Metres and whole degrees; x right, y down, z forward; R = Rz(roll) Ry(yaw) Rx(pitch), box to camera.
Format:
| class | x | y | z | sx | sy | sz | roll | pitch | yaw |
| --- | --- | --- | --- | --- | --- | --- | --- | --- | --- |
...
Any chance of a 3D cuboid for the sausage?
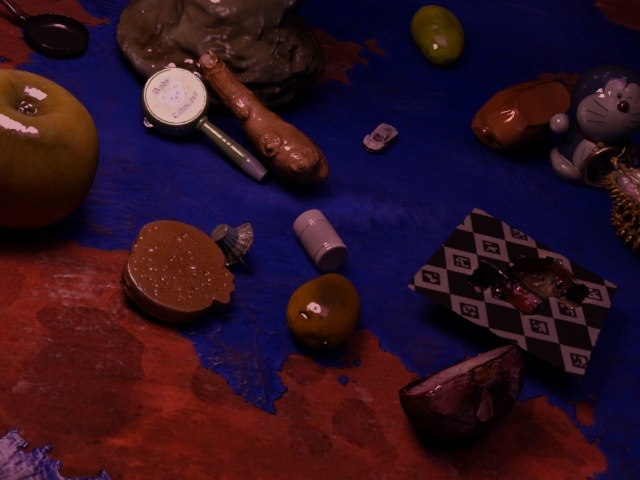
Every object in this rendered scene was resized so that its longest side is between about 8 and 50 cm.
| class | x | y | z | sx | sy | sz | roll | pitch | yaw |
| --- | --- | --- | --- | --- | --- | --- | --- | --- | --- |
| sausage | 0.397 | -0.249 | 2.123 | 0.241 | 0.136 | 0.120 | -25 | 88 | -46 |

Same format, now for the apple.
| class | x | y | z | sx | sy | sz | roll | pitch | yaw |
| --- | --- | --- | --- | --- | --- | --- | --- | --- | --- |
| apple | -0.442 | -0.135 | 1.521 | 0.261 | 0.194 | 0.260 | 20 | 36 | -15 |

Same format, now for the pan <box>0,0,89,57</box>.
| class | x | y | z | sx | sy | sz | roll | pitch | yaw |
| --- | --- | --- | --- | --- | --- | --- | --- | --- | --- |
| pan | -0.516 | -0.390 | 1.914 | 0.212 | 0.040 | 0.115 | 29 | 38 | -2 |

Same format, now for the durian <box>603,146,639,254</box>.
| class | x | y | z | sx | sy | sz | roll | pitch | yaw |
| --- | --- | --- | --- | --- | --- | --- | --- | --- | --- |
| durian | 0.603 | -0.048 | 1.972 | 0.194 | 0.137 | 0.237 | -13 | 52 | -33 |

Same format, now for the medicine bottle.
| class | x | y | z | sx | sy | sz | roll | pitch | yaw |
| --- | --- | --- | --- | --- | --- | --- | --- | --- | --- |
| medicine bottle | 0.000 | 0.000 | 1.685 | 0.057 | 0.057 | 0.089 | -8 | 47 | -33 |

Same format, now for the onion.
| class | x | y | z | sx | sy | sz | roll | pitch | yaw |
| --- | --- | --- | --- | --- | --- | --- | --- | --- | --- |
| onion | 0.201 | 0.221 | 1.489 | 0.206 | 0.151 | 0.098 | -20 | 87 | -28 |

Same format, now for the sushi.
| class | x | y | z | sx | sy | sz | roll | pitch | yaw |
| --- | --- | --- | --- | --- | --- | --- | --- | --- | --- |
| sushi | 0.310 | 0.094 | 1.721 | 0.294 | 0.059 | 0.292 | 31 | 38 | 11 |

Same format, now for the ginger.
| class | x | y | z | sx | sy | sz | roll | pitch | yaw |
| --- | --- | --- | --- | --- | --- | --- | --- | --- | --- |
| ginger | -0.103 | -0.199 | 1.794 | 0.294 | 0.086 | 0.131 | 46 | 13 | 0 |

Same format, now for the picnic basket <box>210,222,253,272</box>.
| class | x | y | z | sx | sy | sz | roll | pitch | yaw |
| --- | --- | --- | --- | --- | --- | --- | --- | --- | --- |
| picnic basket | -0.131 | 0.006 | 1.614 | 0.083 | 0.083 | 0.065 | 43 | 12 | -41 |

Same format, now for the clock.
| class | x | y | z | sx | sy | sz | roll | pitch | yaw |
| --- | --- | --- | --- | --- | --- | --- | --- | --- | --- |
| clock | 0.541 | -0.227 | 2.073 | 0.200 | 0.243 | 0.146 | 9 | 38 | -13 |

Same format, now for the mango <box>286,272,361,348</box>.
| class | x | y | z | sx | sy | sz | roll | pitch | yaw |
| --- | --- | --- | --- | --- | --- | --- | --- | --- | --- |
| mango | 0.008 | 0.096 | 1.563 | 0.103 | 0.076 | 0.161 | 19 | 29 | 6 |

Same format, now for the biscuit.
| class | x | y | z | sx | sy | sz | roll | pitch | yaw |
| --- | --- | --- | --- | --- | --- | --- | --- | --- | --- |
| biscuit | -0.202 | 0.052 | 1.533 | 0.170 | 0.050 | 0.170 | 16 | 46 | -17 |

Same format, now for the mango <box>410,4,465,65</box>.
| class | x | y | z | sx | sy | sz | roll | pitch | yaw |
| --- | --- | --- | --- | --- | --- | --- | --- | --- | --- |
| mango | 0.259 | -0.442 | 2.329 | 0.117 | 0.089 | 0.163 | 6 | 52 | -32 |

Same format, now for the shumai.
| class | x | y | z | sx | sy | sz | roll | pitch | yaw |
| --- | --- | --- | --- | --- | --- | --- | --- | --- | --- |
| shumai | -0.153 | -0.437 | 1.924 | 0.398 | 0.323 | 0.324 | 2 | 44 | -20 |

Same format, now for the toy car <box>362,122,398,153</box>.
| class | x | y | z | sx | sy | sz | roll | pitch | yaw |
| --- | --- | --- | --- | --- | --- | --- | --- | --- | --- |
| toy car | 0.111 | -0.191 | 1.995 | 0.041 | 0.025 | 0.093 | 31 | 38 | 13 |

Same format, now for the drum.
| class | x | y | z | sx | sy | sz | roll | pitch | yaw |
| --- | --- | --- | --- | --- | --- | --- | --- | --- | --- |
| drum | -0.184 | -0.205 | 1.811 | 0.253 | 0.049 | 0.130 | 26 | 71 | -1 |
